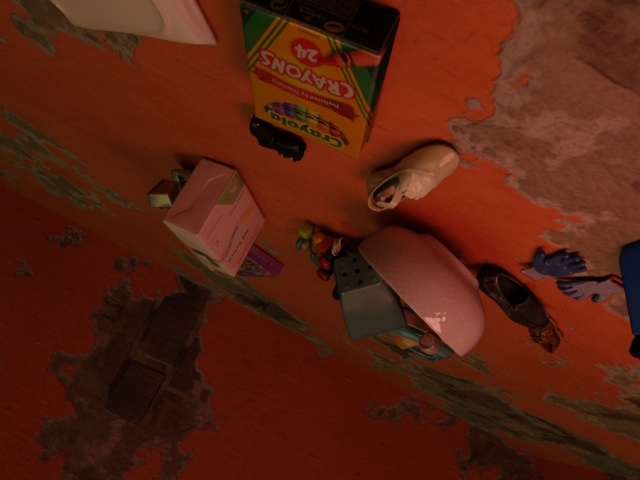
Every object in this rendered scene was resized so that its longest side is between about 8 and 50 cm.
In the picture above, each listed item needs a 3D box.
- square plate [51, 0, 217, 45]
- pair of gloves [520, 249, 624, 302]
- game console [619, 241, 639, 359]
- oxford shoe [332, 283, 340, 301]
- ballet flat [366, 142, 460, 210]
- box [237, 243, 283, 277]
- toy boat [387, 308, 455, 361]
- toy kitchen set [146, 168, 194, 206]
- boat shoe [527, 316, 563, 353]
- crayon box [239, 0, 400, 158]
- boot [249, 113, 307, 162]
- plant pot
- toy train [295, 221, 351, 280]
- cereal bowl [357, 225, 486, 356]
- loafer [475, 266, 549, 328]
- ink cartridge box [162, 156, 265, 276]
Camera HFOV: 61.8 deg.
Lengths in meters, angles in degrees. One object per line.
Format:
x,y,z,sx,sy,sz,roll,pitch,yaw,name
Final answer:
-0.372,-0.443,0.829,0.343,0.049,0.347,17,158,24,square plate
0.510,0.073,1.087,0.198,0.023,0.159,28,159,-8,pair of gloves
0.623,0.110,0.788,0.250,0.173,0.293,32,161,-4,game console
0.093,0.153,1.698,0.082,0.096,0.227,29,159,-2,oxford shoe
0.159,-0.104,0.983,0.086,0.086,0.248,32,159,-16,ballet flat
-0.298,0.064,2.010,0.201,0.057,0.293,38,157,-29,box
0.327,0.309,1.724,0.267,0.148,0.318,26,161,2,toy boat
-0.409,-0.085,1.505,0.122,0.166,0.207,3,126,20,toy kitchen set
0.568,0.235,1.366,0.064,0.060,0.178,3,150,48,boat shoe
-0.006,-0.244,0.833,0.202,0.081,0.318,23,161,7,crayon box
-0.084,-0.206,1.079,0.099,0.045,0.121,24,168,14,boot
0.120,0.134,1.436,0.165,0.166,0.234,-16,146,8,plant pot
0.000,0.000,1.447,0.143,0.105,0.248,39,159,15,toy train
0.243,0.087,1.188,0.339,0.141,0.339,45,-176,-4,cereal bowl
0.456,0.139,1.237,0.223,0.076,0.078,36,166,-17,loafer
-0.270,-0.040,1.488,0.119,0.207,0.353,20,161,19,ink cartridge box
